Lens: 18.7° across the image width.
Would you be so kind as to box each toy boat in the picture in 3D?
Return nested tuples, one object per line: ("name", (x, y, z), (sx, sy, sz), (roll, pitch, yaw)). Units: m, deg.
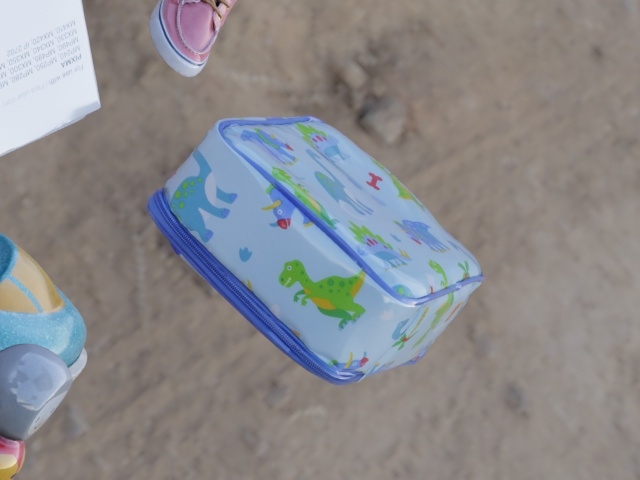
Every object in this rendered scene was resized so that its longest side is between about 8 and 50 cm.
("toy boat", (-0.268, 0.070, 1.460), (0.267, 0.148, 0.318), (23, 21, -34))

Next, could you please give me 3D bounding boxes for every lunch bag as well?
("lunch bag", (0.000, 0.000, 1.191), (0.176, 0.090, 0.219), (44, 16, 10))

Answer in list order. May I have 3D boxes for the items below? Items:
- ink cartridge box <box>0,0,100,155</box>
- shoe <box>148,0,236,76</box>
("ink cartridge box", (-0.227, -0.174, 1.054), (0.172, 0.237, 0.100), (18, 37, 38))
("shoe", (-0.109, -0.230, 1.822), (0.063, 0.081, 0.178), (37, 30, -23))
